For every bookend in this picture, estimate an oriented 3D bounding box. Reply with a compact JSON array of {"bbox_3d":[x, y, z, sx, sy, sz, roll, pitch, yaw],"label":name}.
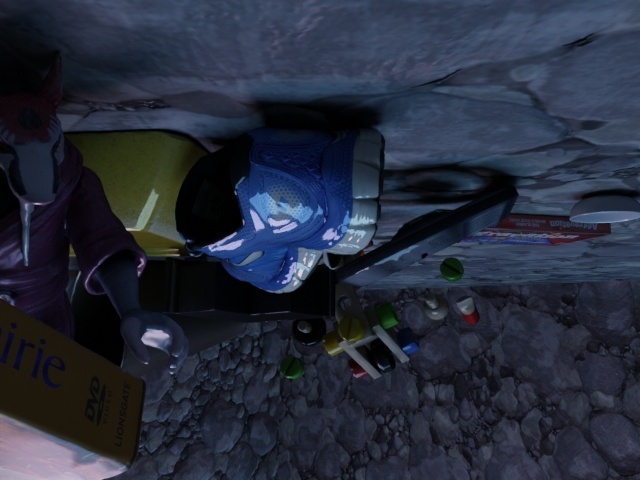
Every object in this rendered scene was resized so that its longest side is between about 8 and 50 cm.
[{"bbox_3d":[-0.089,0.060,0.763,0.156,0.072,0.157,-9,164,36],"label":"bookend"}]

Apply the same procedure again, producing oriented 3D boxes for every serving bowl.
[{"bbox_3d":[0.352,-0.041,0.739,0.083,0.027,0.083,1,173,0],"label":"serving bowl"}]

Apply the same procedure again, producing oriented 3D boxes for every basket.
[{"bbox_3d":[-0.232,0.106,0.898,0.227,0.204,0.154,-9,-143,-47],"label":"basket"}]

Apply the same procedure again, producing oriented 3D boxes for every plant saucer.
[{"bbox_3d":[-0.256,-0.032,0.675,0.333,0.081,0.333,0,172,8],"label":"plant saucer"}]

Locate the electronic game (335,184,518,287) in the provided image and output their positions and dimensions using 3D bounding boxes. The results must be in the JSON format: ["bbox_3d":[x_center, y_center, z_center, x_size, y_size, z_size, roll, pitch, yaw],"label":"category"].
[{"bbox_3d":[0.122,-0.005,0.700,0.229,0.048,0.229,-25,175,-2],"label":"electronic game"}]

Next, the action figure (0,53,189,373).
[{"bbox_3d":[-0.235,0.017,0.462,0.248,0.276,0.370,18,122,-19],"label":"action figure"}]

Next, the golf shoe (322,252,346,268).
[{"bbox_3d":[0.000,0.000,0.716,0.069,0.086,0.176,-2,157,-11],"label":"golf shoe"}]

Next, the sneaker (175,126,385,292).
[{"bbox_3d":[-0.063,-0.033,0.571,0.147,0.130,0.330,11,162,-16],"label":"sneaker"}]

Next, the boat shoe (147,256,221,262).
[{"bbox_3d":[-0.292,0.049,1.232,0.258,0.095,0.084,5,167,-21],"label":"boat shoe"}]

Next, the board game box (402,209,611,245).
[{"bbox_3d":[0.286,-0.017,0.940,0.281,0.027,0.145,2,171,-12],"label":"board game box"}]

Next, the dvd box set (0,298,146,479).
[{"bbox_3d":[-0.331,0.046,0.243,0.307,0.062,0.420,-23,137,16],"label":"dvd box set"}]

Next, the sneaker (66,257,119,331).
[{"bbox_3d":[-0.434,0.033,0.917,0.180,0.124,0.321,12,158,47],"label":"sneaker"}]

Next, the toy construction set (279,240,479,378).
[{"bbox_3d":[0.071,0.075,0.890,0.309,0.257,0.237,-1,162,18],"label":"toy construction set"}]

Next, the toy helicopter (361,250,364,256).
[{"bbox_3d":[-0.033,0.062,1.337,0.235,0.140,0.355,-8,-176,-6],"label":"toy helicopter"}]
